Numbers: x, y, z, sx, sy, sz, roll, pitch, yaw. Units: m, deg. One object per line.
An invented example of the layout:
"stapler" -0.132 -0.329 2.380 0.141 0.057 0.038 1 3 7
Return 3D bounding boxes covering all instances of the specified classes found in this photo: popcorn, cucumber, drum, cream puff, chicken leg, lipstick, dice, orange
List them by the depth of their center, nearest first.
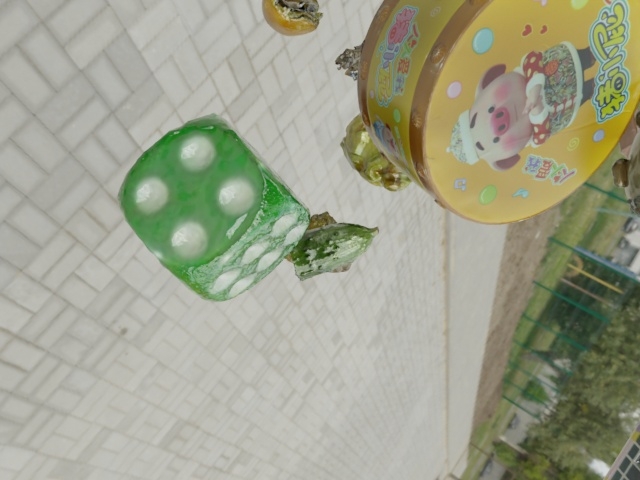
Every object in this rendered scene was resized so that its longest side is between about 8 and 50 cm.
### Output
"drum" 0.287 -0.247 0.948 0.432 0.214 0.430 -12 125 -18
"dice" -0.217 -0.064 1.246 0.297 0.300 0.287 -41 167 0
"lipstick" 0.677 -0.240 1.293 0.045 0.045 0.145 -32 -148 43
"orange" -0.071 -0.528 1.350 0.112 0.160 0.170 -46 146 21
"cucumber" 0.038 0.012 1.543 0.245 0.134 0.134 -18 158 12
"chicken leg" 0.109 -0.489 1.589 0.125 0.080 0.196 -31 -176 14
"popcorn" 0.199 -0.263 1.728 0.226 0.276 0.276 -33 154 1
"cream puff" -0.006 0.016 1.878 0.244 0.196 0.244 -6 155 -3

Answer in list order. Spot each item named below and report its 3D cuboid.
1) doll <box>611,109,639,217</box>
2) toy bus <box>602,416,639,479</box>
"doll" 0.690 -0.098 1.007 0.247 0.350 0.247 23 90 -89
"toy bus" 0.821 0.486 1.304 0.210 0.249 0.439 -11 130 -19
